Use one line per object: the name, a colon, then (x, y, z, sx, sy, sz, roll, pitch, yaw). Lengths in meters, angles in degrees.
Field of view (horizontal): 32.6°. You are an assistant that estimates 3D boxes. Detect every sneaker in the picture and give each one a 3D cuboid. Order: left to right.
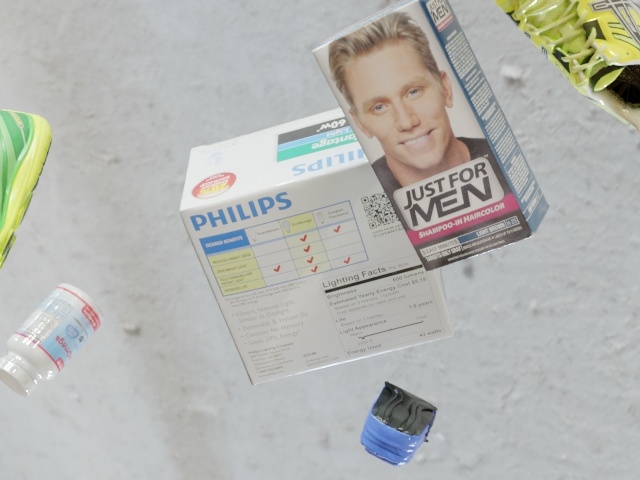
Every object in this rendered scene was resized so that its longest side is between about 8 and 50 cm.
sneaker: (-0.417, -0.038, 1.301, 0.123, 0.296, 0.109, 21, 143, -11)
sneaker: (0.337, -0.280, 1.397, 0.384, 0.147, 0.145, 31, 127, -25)

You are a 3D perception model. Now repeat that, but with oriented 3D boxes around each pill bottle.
pill bottle: (-0.395, 0.145, 1.585, 0.087, 0.160, 0.087, 28, 150, 18)

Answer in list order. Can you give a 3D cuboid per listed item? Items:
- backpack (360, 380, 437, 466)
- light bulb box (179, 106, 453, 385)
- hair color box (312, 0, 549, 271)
backpack: (0.114, 0.287, 1.639, 0.097, 0.120, 0.101, 20, 108, 11)
light bulb box: (0.000, 0.000, 1.794, 0.357, 0.225, 0.361, -15, 121, 7)
hair color box: (0.150, -0.147, 1.470, 0.173, 0.105, 0.347, -21, 104, 31)
